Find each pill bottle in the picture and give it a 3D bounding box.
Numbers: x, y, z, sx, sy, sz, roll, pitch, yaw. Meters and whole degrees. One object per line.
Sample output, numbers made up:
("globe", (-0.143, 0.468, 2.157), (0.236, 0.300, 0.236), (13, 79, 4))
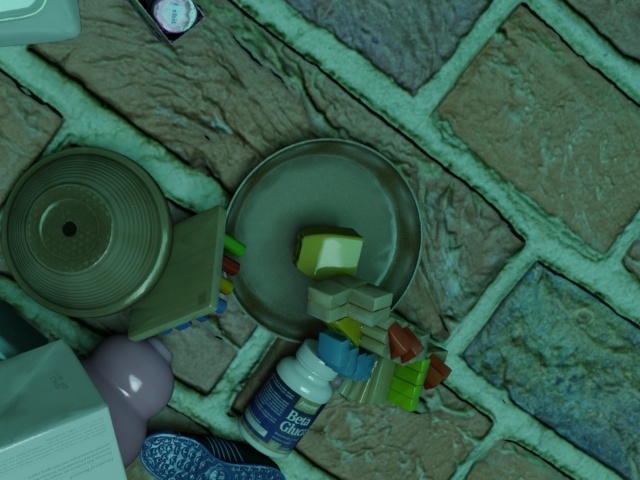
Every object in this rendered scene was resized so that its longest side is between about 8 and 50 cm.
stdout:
("pill bottle", (-0.041, 0.231, 1.802), (0.094, 0.094, 0.169), (29, 107, -19))

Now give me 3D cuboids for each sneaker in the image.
("sneaker", (-0.166, 0.330, 1.807), (0.232, 0.090, 0.081), (22, 92, -19))

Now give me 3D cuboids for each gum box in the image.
("gum box", (-0.243, -0.357, 1.630), (0.062, 0.107, 0.188), (-40, 109, -4))

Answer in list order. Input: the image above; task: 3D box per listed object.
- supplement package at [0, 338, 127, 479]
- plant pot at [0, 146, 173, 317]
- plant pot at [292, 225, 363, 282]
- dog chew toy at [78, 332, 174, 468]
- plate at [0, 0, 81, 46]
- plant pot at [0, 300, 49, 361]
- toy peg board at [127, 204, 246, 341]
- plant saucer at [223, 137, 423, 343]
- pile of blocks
("supplement package", (-0.332, 0.304, 1.468), (0.175, 0.177, 0.293), (-21, 121, -20))
("plant pot", (-0.324, -0.013, 1.637), (0.237, 0.110, 0.237), (0, 88, 5))
("plant pot", (0.006, 0.020, 1.749), (0.083, 0.081, 0.081), (12, 99, -13))
("dog chew toy", (-0.339, 0.262, 1.695), (0.332, 0.206, 0.206), (-43, 110, -12))
("plate", (-0.470, -0.385, 1.593), (0.278, 0.045, 0.277), (-10, 105, -13))
("plant pot", (-0.537, 0.147, 1.594), (0.248, 0.247, 0.252), (-43, 101, -4))
("toy peg board", (-0.177, 0.059, 1.693), (0.079, 0.161, 0.161), (33, 47, -40))
("plant saucer", (0.000, 0.000, 1.807), (0.310, 0.050, 0.310), (-3, 102, -15))
("pile of blocks", (0.095, 0.171, 1.747), (0.149, 0.112, 0.362), (-61, 144, -10))
